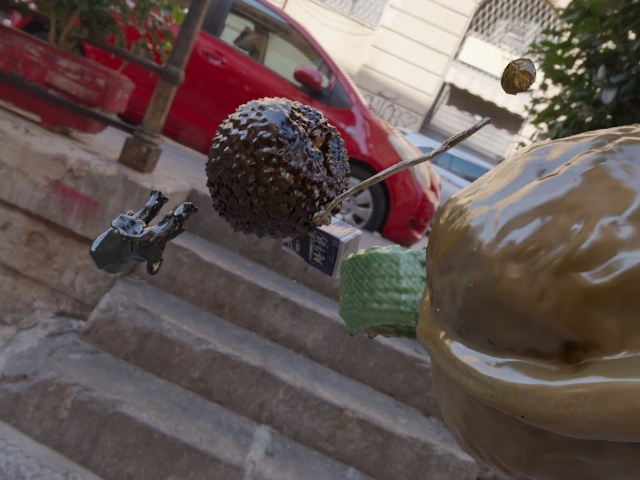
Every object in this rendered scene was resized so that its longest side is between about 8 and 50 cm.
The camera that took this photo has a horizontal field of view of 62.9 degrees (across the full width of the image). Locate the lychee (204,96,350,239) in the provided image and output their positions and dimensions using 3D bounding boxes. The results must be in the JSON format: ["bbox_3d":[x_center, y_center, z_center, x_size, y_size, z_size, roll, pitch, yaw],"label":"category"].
[{"bbox_3d":[-0.083,-0.115,0.918,0.267,0.267,0.267,24,8,-4],"label":"lychee"}]

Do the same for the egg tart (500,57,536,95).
[{"bbox_3d":[0.660,-0.540,1.731,0.129,0.129,0.049,21,25,-22],"label":"egg tart"}]

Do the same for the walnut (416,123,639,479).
[{"bbox_3d":[0.214,0.062,0.422,0.285,0.296,0.285,-8,20,3],"label":"walnut"}]

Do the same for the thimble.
[{"bbox_3d":[0.141,0.099,0.943,0.219,0.150,0.219,2,-16,1],"label":"thimble"}]

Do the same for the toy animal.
[{"bbox_3d":[-0.315,-0.004,0.936,0.114,0.245,0.146,47,40,-15],"label":"toy animal"}]

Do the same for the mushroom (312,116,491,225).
[{"bbox_3d":[0.112,-0.099,0.729,0.026,0.286,0.028,59,4,10],"label":"mushroom"}]

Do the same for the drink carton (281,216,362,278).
[{"bbox_3d":[0.000,-0.001,1.569,0.222,0.134,0.102,28,36,28],"label":"drink carton"}]
